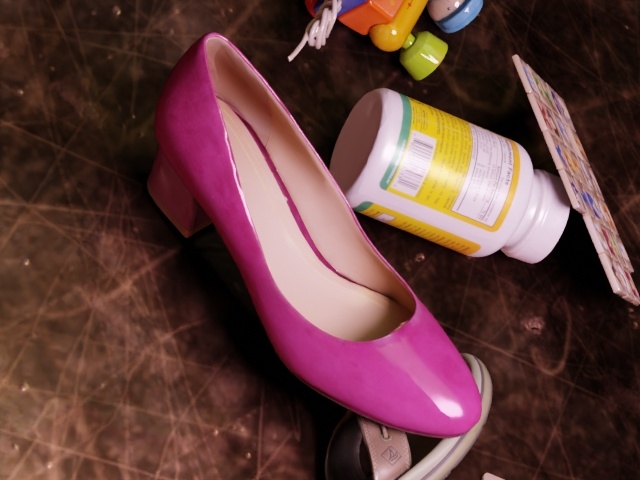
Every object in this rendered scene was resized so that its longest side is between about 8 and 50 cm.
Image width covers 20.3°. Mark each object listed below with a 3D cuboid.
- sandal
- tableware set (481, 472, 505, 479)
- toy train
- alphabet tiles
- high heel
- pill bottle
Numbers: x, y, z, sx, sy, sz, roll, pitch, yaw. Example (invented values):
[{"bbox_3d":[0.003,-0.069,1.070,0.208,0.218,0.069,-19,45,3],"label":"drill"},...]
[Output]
[{"bbox_3d":[0.043,0.187,1.499,0.086,0.120,0.303,49,54,-4],"label":"sandal"},{"bbox_3d":[0.225,0.287,1.603,0.194,0.039,0.128,21,58,-19],"label":"tableware set"},{"bbox_3d":[0.062,-0.207,1.724,0.143,0.105,0.248,43,53,-21],"label":"toy train"},{"bbox_3d":[0.252,-0.052,1.723,0.237,0.009,0.198,69,15,15],"label":"alphabet tiles"},{"bbox_3d":[0.000,0.000,1.469,0.377,0.181,0.127,38,50,14],"label":"high heel"},{"bbox_3d":[0.123,-0.054,1.663,0.208,0.117,0.117,21,58,-19],"label":"pill bottle"}]
